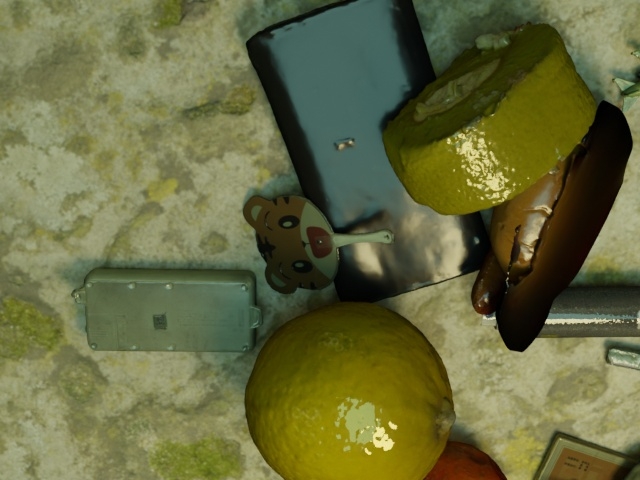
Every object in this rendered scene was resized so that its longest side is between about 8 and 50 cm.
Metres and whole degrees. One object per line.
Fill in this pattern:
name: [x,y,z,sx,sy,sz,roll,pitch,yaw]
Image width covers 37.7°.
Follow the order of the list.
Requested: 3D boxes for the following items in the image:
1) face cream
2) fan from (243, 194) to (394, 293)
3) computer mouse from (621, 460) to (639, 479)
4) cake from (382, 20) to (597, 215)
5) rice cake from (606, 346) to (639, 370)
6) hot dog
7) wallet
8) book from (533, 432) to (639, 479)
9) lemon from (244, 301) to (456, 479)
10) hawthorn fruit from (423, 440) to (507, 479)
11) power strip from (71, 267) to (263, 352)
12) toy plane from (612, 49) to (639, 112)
face cream: [0.367,0.101,1.325,0.283,0.073,0.073,0,106,1]
fan: [0.000,0.000,1.283,0.226,0.008,0.153,-6,108,32]
computer mouse: [0.652,0.416,1.378,0.428,0.145,0.228,3,99,11]
cake: [0.211,-0.148,1.163,0.260,0.179,0.156,-46,112,-19]
rice cake: [0.517,0.186,1.369,0.207,0.033,0.033,11,95,-1]
hot dog: [0.281,-0.032,1.246,0.326,0.107,0.194,-55,138,-6]
wallet: [0.071,-0.120,1.275,0.228,0.062,0.406,-19,106,5]
book: [0.393,0.426,1.445,0.170,0.018,0.242,20,106,-5]
lemon: [0.038,0.215,1.256,0.293,0.293,0.293,0,106,1]
hawthorn fruit: [0.248,0.377,1.361,0.285,0.165,0.165,9,106,-5]
power strip: [-0.216,0.102,1.346,0.270,0.046,0.118,1,108,-1]
toy plane: [0.450,-0.210,1.254,0.111,0.040,0.102,-18,106,5]
